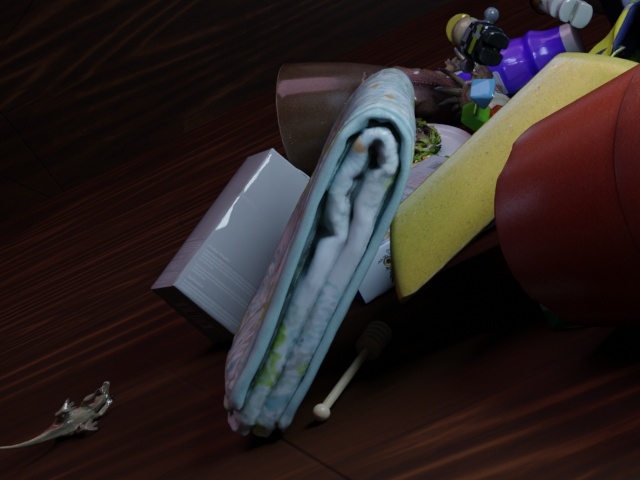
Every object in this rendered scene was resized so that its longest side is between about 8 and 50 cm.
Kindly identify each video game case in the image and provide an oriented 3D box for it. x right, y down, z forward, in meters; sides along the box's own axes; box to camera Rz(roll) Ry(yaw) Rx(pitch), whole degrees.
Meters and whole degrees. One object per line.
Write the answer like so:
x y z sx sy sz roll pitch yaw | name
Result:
0.108 -0.021 1.789 0.244 0.061 0.269 -30 14 -10 | video game case

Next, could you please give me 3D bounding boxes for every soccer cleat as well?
0.370 -0.211 1.694 0.121 0.093 0.289 -42 -12 -43 | soccer cleat

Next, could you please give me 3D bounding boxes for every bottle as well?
0.311 -0.288 2.304 0.283 0.092 0.118 -21 10 24 | bottle

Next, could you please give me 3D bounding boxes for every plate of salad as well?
0.141 -0.135 2.056 0.200 0.048 0.199 -9 34 6 | plate of salad

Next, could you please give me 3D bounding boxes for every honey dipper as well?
0.033 0.141 1.426 0.030 0.030 0.160 -18 21 36 | honey dipper

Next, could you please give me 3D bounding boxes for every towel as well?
0.000 0.000 1.473 0.320 0.090 0.374 -84 20 -74 | towel

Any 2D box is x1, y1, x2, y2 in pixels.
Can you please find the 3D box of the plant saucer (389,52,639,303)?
0.199 -0.084 1.449 0.333 0.081 0.333 -44 -4 10 | plant saucer

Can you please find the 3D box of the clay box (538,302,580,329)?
0.276 -0.024 1.336 0.053 0.127 0.222 -11 21 47 | clay box

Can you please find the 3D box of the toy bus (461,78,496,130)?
0.282 -0.115 1.693 0.191 0.202 0.104 -10 52 34 | toy bus

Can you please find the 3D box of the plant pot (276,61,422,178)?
0.066 -0.225 2.381 0.231 0.215 0.215 -8 19 17 | plant pot

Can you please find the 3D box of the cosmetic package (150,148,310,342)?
-0.100 0.007 1.800 0.238 0.127 0.107 -54 18 -21 | cosmetic package

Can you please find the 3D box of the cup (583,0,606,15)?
0.579 -0.498 2.198 0.331 0.331 0.237 -33 41 -21 | cup

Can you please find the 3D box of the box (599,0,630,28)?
0.526 -0.478 1.974 0.296 0.294 0.183 -23 -13 5 | box

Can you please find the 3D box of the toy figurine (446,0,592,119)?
0.307 -0.262 1.968 0.213 0.209 0.148 -27 24 -3 | toy figurine

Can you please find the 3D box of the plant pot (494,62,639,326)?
0.298 -0.040 1.126 0.272 0.272 0.265 -35 8 -28 | plant pot

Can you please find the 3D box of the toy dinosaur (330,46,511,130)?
0.163 -0.240 2.166 0.296 0.127 0.200 -6 0 -6 | toy dinosaur

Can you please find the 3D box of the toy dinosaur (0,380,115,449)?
-0.326 0.237 1.744 0.183 0.053 0.093 -29 -4 -39 | toy dinosaur
